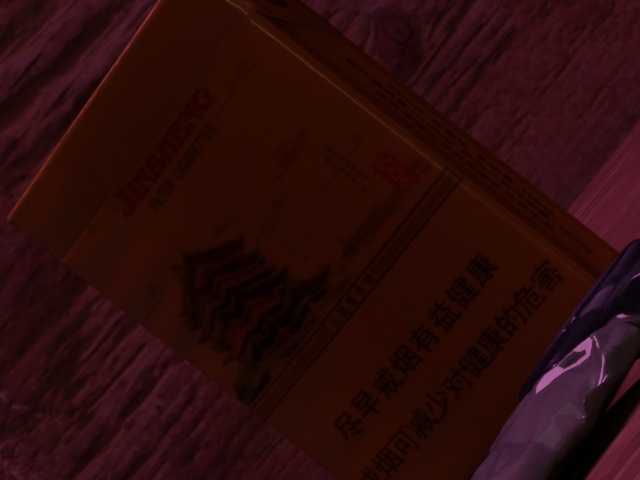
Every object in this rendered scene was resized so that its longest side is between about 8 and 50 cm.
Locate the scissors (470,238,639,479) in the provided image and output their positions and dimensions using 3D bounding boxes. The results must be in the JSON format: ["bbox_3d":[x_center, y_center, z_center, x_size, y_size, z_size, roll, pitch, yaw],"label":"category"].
[{"bbox_3d":[0.074,0.074,0.646,0.383,0.029,0.256,-49,-4,-39],"label":"scissors"}]

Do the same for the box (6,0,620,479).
[{"bbox_3d":[0.000,0.000,0.958,0.174,0.274,0.076,-52,0,20],"label":"box"}]
